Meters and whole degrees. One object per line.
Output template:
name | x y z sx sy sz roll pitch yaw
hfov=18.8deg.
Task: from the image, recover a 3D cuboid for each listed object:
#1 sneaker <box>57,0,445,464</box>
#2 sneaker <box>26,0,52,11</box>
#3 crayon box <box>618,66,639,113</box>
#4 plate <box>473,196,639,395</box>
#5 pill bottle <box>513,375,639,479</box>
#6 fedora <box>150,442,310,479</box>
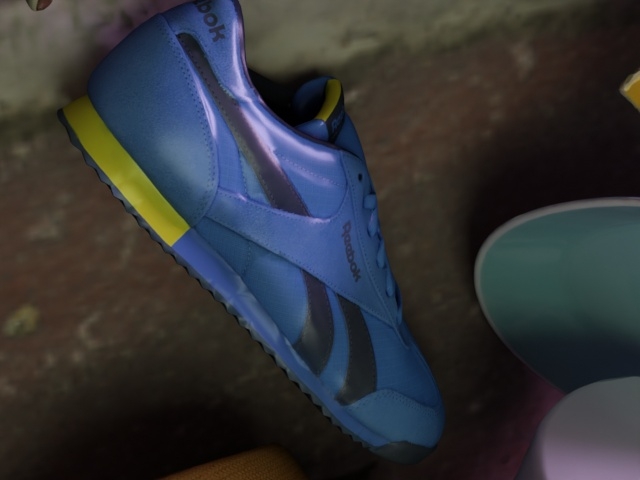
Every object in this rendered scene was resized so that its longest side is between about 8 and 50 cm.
sneaker | 0.000 0.000 0.689 0.082 0.069 0.209 -40 122 2
sneaker | -0.158 -0.104 0.581 0.188 0.066 0.071 2 118 -18
crayon box | 0.265 -0.121 0.697 0.323 0.083 0.203 -44 122 8
plate | 0.149 0.032 0.717 0.188 0.188 0.024 43 58 -32
pill bottle | 0.100 0.225 0.755 0.188 0.188 0.334 4 123 -20
fedora | -0.053 0.127 0.714 0.194 0.194 0.079 -26 87 -3
